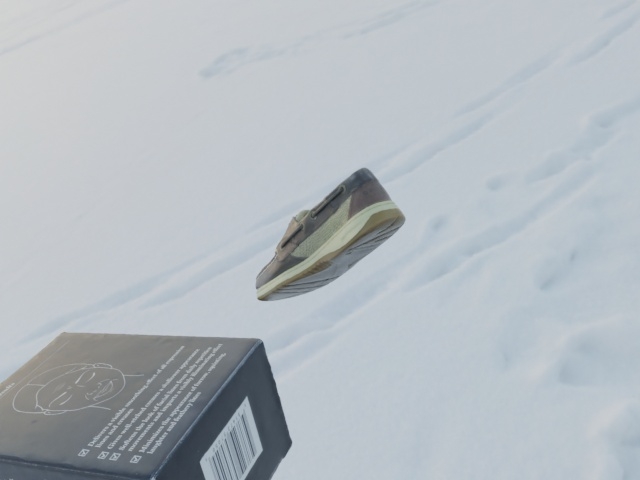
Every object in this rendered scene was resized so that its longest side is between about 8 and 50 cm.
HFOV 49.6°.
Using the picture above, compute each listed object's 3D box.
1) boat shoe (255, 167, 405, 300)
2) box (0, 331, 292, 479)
[{"bbox_3d":[0.000,0.000,0.497,0.056,0.049,0.152,-4,-23,-44],"label":"boat shoe"},{"bbox_3d":[-0.291,0.300,1.008,0.395,0.212,0.293,-1,25,25],"label":"box"}]
